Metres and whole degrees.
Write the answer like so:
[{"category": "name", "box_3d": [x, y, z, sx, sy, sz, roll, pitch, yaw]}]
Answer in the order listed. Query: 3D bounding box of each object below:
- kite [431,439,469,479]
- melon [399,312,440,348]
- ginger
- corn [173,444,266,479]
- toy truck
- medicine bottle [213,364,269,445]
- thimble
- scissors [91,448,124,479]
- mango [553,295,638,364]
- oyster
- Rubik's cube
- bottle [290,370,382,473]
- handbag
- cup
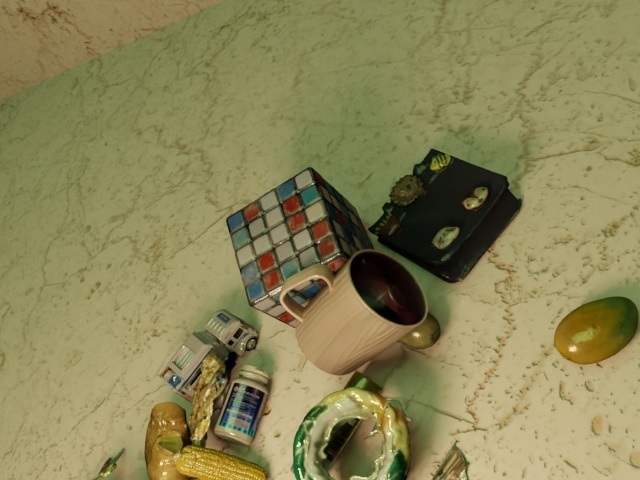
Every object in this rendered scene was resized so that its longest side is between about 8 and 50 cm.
[{"category": "kite", "box_3d": [0.294, 0.617, 1.426, 0.368, 0.014, 0.406, -22, 50, 18]}, {"category": "melon", "box_3d": [0.234, 0.216, 1.689, 0.130, 0.098, 0.098, 12, 66, 46]}, {"category": "ginger", "box_3d": [-0.395, 0.572, 1.777, 0.123, 0.219, 0.270, 5, 48, -12]}, {"category": "corn", "box_3d": [-0.244, 0.559, 1.688, 0.238, 0.080, 0.080, 17, 61, -7]}, {"category": "toy truck", "box_3d": [-0.310, 0.318, 1.919, 0.124, 0.155, 0.268, 26, 75, 42]}, {"category": "medicine bottle", "box_3d": [-0.201, 0.430, 1.805, 0.106, 0.107, 0.192, 2, 60, 33]}, {"category": "thimble", "box_3d": [0.077, 0.464, 1.515, 0.254, 0.167, 0.288, 39, 81, 17]}, {"category": "scissors", "box_3d": [-0.594, 0.631, 1.895, 0.133, 0.020, 0.187, -37, 5, 7]}, {"category": "mango", "box_3d": [0.600, 0.191, 1.487, 0.194, 0.092, 0.130, -37, 44, -8]}, {"category": "oyster", "box_3d": [-0.299, 0.435, 1.794, 0.083, 0.214, 0.223, 12, 30, 0]}, {"category": "Rubik's cube", "box_3d": [-0.036, 0.035, 1.823, 0.291, 0.287, 0.293, -30, 57, 17]}, {"category": "bottle", "box_3d": [0.038, 0.454, 1.655, 0.082, 0.082, 0.286, 25, 74, 41]}, {"category": "handbag", "box_3d": [0.317, -0.078, 1.831, 0.303, 0.122, 0.329, -50, 46, -7]}, {"category": "cup", "box_3d": [0.065, 0.171, 1.616, 0.273, 0.288, 0.208, -46, 50, 39]}]
